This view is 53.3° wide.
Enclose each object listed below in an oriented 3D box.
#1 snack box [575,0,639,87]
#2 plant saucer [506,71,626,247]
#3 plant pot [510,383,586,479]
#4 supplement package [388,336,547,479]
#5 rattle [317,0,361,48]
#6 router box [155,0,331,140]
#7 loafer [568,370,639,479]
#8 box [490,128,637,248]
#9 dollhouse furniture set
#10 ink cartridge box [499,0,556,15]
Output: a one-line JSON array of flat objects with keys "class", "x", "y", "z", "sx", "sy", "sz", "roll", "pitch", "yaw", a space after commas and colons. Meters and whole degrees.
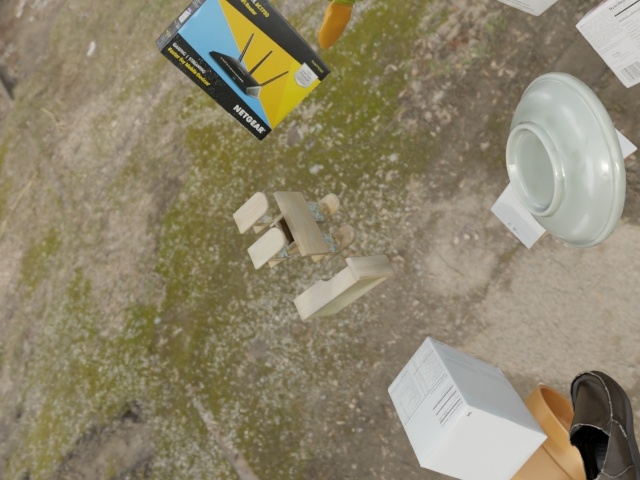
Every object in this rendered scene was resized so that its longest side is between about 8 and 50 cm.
[{"class": "snack box", "x": 0.246, "y": -0.159, "z": 0.403, "sx": 0.022, "sy": 0.064, "sz": 0.178, "roll": -44, "pitch": 6, "yaw": -20}, {"class": "plant saucer", "x": 0.511, "y": -0.167, "z": 1.425, "sx": 0.101, "sy": 0.400, "sz": 0.400, "roll": -15, "pitch": 42, "yaw": -9}, {"class": "plant pot", "x": 0.509, "y": 0.486, "z": 1.370, "sx": 0.203, "sy": 0.291, "sz": 0.291, "roll": -49, "pitch": 39, "yaw": 14}, {"class": "supplement package", "x": 0.267, "y": 0.323, "z": 1.195, "sx": 0.149, "sy": 0.194, "sz": 0.203, "roll": -58, "pitch": 23, "yaw": 17}, {"class": "rattle", "x": -0.005, "y": -0.458, "z": 1.086, "sx": 0.130, "sy": 0.200, "sz": 0.143, "roll": -47, "pitch": 0, "yaw": -35}, {"class": "router box", "x": -0.093, "y": -0.229, "z": 0.793, "sx": 0.133, "sy": 0.179, "sz": 0.046, "roll": -44, "pitch": 39, "yaw": 9}, {"class": "loafer", "x": 0.397, "y": 0.267, "z": 0.911, "sx": 0.080, "sy": 0.078, "sz": 0.220, "roll": -56, "pitch": 16, "yaw": 33}, {"class": "box", "x": 0.656, "y": -0.164, "z": 1.757, "sx": 0.215, "sy": 0.345, "sz": 0.168, "roll": -33, "pitch": 71, "yaw": -22}, {"class": "dollhouse furniture set", "x": 0.000, "y": 0.000, "z": 1.183, "sx": 0.161, "sy": 0.212, "sz": 0.242, "roll": -39, "pitch": 68, "yaw": 35}, {"class": "ink cartridge box", "x": 0.326, "y": -0.427, "z": 0.832, "sx": 0.219, "sy": 0.093, "sz": 0.160, "roll": 150, "pitch": 134, "yaw": -72}]
